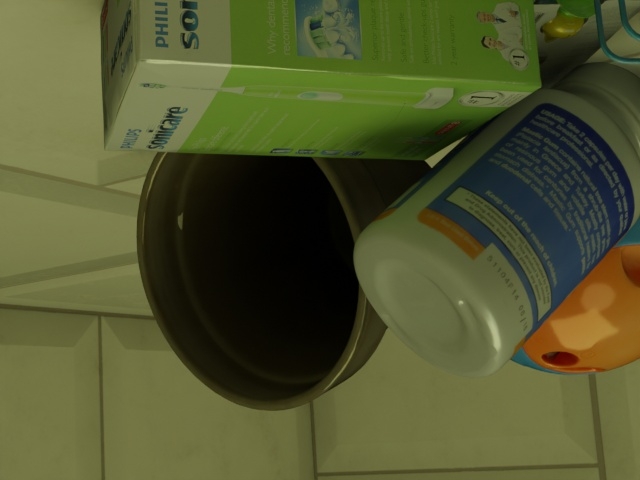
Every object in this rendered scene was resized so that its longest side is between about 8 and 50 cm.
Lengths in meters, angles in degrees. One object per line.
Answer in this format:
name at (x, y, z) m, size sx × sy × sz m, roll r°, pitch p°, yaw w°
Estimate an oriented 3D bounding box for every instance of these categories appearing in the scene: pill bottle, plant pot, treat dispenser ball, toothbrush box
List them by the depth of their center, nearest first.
toothbrush box at (-0.012, -0.144, 0.765) m, size 0.283 × 0.122 × 0.206 m, roll -1°, pitch 170°, yaw -18°
pill bottle at (0.168, -0.028, 0.840) m, size 0.272 × 0.152 × 0.152 m, roll -41°, pitch -173°, yaw -25°
treat dispenser ball at (0.268, 0.000, 1.099) m, size 0.288 × 0.288 × 0.288 m, roll -3°, pitch 170°, yaw -1°
plant pot at (0.000, 0.000, 1.167) m, size 0.323 × 0.323 × 0.280 m, roll -12°, pitch -178°, yaw 39°

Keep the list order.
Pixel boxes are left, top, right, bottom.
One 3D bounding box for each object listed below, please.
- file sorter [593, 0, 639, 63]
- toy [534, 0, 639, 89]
file sorter at (0.257, -0.190, 0.655) m, size 0.118 × 0.105 × 0.170 m, roll -2°, pitch 170°, yaw -8°
toy at (0.163, -0.161, 0.901) m, size 0.136 × 0.056 × 0.237 m, roll -8°, pitch 165°, yaw -22°
